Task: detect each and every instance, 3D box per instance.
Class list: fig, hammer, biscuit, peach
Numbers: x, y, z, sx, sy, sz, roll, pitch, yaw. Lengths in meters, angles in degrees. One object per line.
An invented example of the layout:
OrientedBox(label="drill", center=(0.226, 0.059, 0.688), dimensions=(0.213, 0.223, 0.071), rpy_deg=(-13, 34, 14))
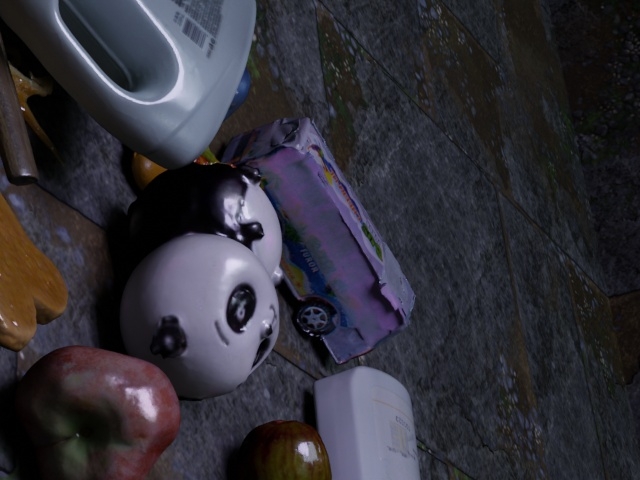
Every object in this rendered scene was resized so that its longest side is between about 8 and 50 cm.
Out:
OrientedBox(label="fig", center=(-0.038, 0.272, 1.916), dimensions=(0.109, 0.103, 0.155), rpy_deg=(-150, -125, -89))
OrientedBox(label="hammer", center=(-0.325, -0.219, 1.678), dimensions=(0.111, 0.043, 0.365), rpy_deg=(12, 56, -56))
OrientedBox(label="biscuit", center=(-0.335, -0.061, 1.534), dimensions=(0.340, 0.047, 0.216), rpy_deg=(59, 10, -4))
OrientedBox(label="peach", center=(-0.205, 0.166, 1.595), dimensions=(0.152, 0.152, 0.152), rpy_deg=(49, 31, -42))

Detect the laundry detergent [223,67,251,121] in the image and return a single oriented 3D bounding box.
OrientedBox(label="laundry detergent", center=(-0.203, -0.245, 1.919), dimensions=(0.290, 0.094, 0.143), rpy_deg=(44, 16, -24))

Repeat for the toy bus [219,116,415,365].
OrientedBox(label="toy bus", center=(0.000, 0.000, 2.175), dimensions=(0.317, 0.138, 0.112), rpy_deg=(57, 27, -25))

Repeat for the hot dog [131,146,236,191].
OrientedBox(label="hot dog", center=(-0.130, -0.055, 2.005), dimensions=(0.250, 0.076, 0.104), rpy_deg=(43, 34, -44))

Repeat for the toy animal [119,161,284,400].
OrientedBox(label="toy animal", center=(-0.122, 0.051, 1.813), dimensions=(0.187, 0.165, 0.235), rpy_deg=(72, 12, -47))

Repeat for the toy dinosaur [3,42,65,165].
OrientedBox(label="toy dinosaur", center=(-0.311, -0.150, 1.711), dimensions=(0.126, 0.039, 0.162), rpy_deg=(4, 61, -60))

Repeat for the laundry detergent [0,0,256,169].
OrientedBox(label="laundry detergent", center=(-0.241, -0.268, 1.689), dimensions=(0.398, 0.124, 0.264), rpy_deg=(41, 44, -32))

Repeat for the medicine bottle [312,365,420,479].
OrientedBox(label="medicine bottle", center=(0.063, 0.310, 2.105), dimensions=(0.161, 0.111, 0.296), rpy_deg=(39, 36, -50))
